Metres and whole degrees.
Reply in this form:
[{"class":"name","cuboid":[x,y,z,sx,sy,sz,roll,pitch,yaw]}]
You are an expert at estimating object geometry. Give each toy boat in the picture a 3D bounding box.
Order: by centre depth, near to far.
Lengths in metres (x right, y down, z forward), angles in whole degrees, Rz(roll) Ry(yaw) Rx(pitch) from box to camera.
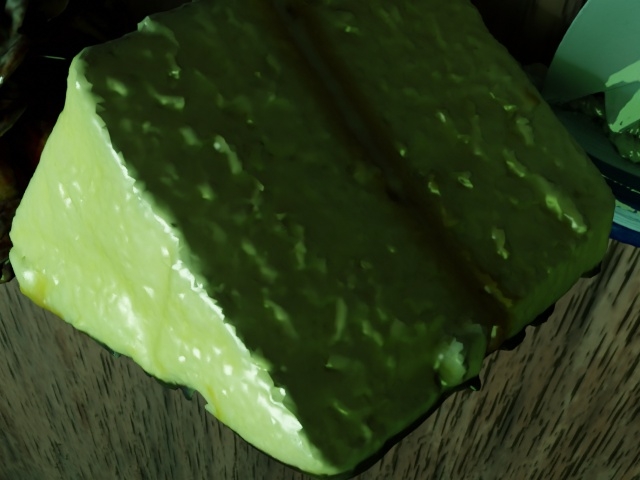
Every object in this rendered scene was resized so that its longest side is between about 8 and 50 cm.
[{"class":"toy boat","cuboid":[0.213,-0.104,0.608,0.220,0.067,0.291,21,144,0]}]

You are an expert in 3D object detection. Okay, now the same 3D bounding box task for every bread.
[{"class":"bread","cuboid":[0.000,0.000,0.606,0.236,0.263,0.198,49,143,11]}]

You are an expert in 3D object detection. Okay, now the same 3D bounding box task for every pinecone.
[{"class":"pinecone","cuboid":[-0.217,-0.073,0.714,0.246,0.246,0.292,1,152,26]}]
